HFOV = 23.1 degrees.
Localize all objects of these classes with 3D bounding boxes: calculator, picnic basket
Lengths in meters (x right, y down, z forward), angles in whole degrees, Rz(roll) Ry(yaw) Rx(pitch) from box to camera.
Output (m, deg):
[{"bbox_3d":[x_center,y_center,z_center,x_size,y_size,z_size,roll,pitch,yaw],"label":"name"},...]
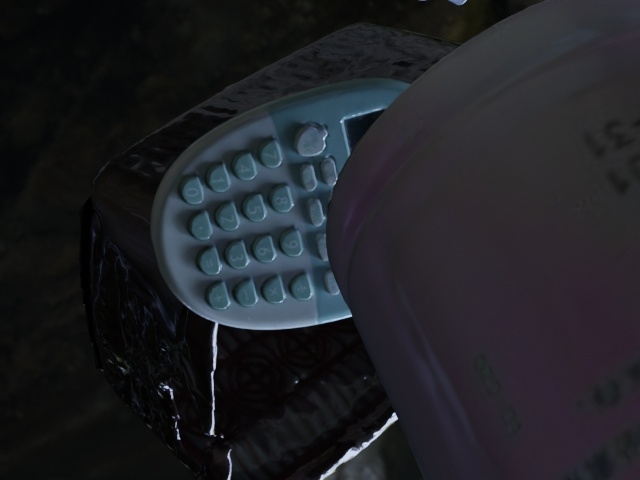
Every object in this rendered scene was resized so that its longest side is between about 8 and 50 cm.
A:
[{"bbox_3d":[0.006,-0.015,0.635,0.153,0.095,0.021,-17,-165,-15],"label":"calculator"},{"bbox_3d":[0.000,0.000,0.854,0.129,0.222,0.297,30,-133,32],"label":"picnic basket"}]

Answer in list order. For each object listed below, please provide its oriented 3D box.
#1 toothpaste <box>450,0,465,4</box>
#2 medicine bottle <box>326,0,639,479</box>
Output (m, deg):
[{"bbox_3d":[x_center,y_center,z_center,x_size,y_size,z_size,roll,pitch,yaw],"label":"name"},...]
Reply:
[{"bbox_3d":[0.003,-0.152,0.698,0.028,0.170,0.045,-37,-143,37],"label":"toothpaste"},{"bbox_3d":[0.113,0.071,0.401,0.152,0.152,0.254,-32,-124,12],"label":"medicine bottle"}]
